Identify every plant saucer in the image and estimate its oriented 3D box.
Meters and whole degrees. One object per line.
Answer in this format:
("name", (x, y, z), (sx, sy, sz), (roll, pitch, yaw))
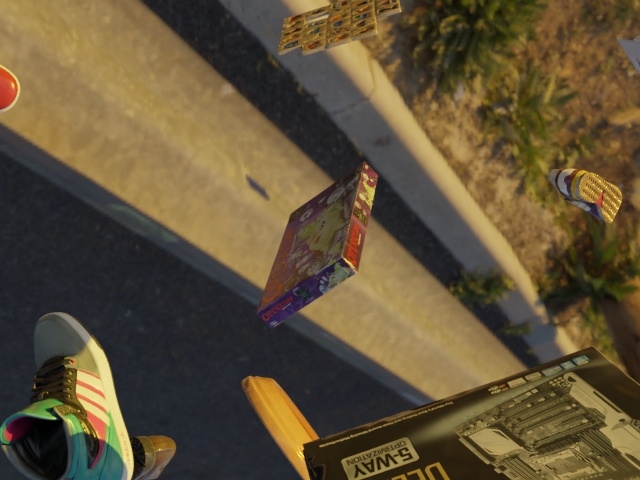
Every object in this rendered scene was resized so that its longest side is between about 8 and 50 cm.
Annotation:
("plant saucer", (-0.030, 0.250, 1.249), (0.037, 0.200, 0.200), (-36, 150, -3))

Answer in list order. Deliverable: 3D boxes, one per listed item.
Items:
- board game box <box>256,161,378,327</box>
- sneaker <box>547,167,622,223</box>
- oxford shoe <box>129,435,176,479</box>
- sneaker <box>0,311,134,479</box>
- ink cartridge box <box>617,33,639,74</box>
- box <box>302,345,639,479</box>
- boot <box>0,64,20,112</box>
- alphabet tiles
("board game box", (0.000, 0.000, 1.817), (0.056, 0.346, 0.208), (42, 119, -17))
("sneaker", (0.491, -0.090, 1.812), (0.084, 0.069, 0.185), (24, 175, 42))
("oxford shoe", (-0.317, 0.391, 1.638), (0.096, 0.082, 0.227), (-1, 153, -48))
("sneaker", (-0.393, 0.236, 1.422), (0.124, 0.295, 0.178), (-32, 161, 17))
("ink cartridge box", (0.459, -0.222, 1.205), (0.060, 0.180, 0.104), (-43, 115, -1))
("box", (0.156, 0.214, 0.841), (0.308, 0.242, 0.076), (-17, 108, -5))
("boot", (-0.519, -0.232, 1.287), (0.244, 0.088, 0.176), (16, 175, -19))
("alphabet tiles", (0.030, -0.346, 1.553), (0.198, 0.237, 0.009), (-15, 117, 9))
